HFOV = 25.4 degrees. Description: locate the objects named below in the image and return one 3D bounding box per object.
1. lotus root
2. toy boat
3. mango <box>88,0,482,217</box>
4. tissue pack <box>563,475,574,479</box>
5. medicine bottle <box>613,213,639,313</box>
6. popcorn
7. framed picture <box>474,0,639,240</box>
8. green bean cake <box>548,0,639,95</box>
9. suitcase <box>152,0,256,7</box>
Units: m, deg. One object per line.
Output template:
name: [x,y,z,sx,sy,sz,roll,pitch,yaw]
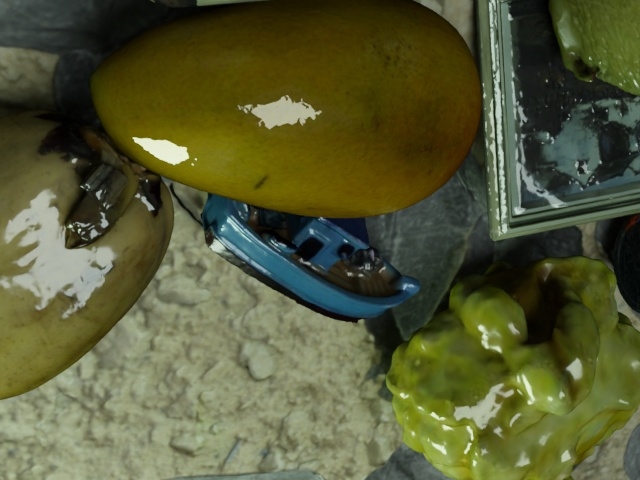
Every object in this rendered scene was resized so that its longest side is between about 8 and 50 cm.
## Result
lotus root: [-0.252,0.033,1.085,0.310,0.183,0.183,-43,127,8]
toy boat: [0.000,0.000,1.213,0.223,0.100,0.097,29,123,-33]
mango: [-0.015,-0.103,1.063,0.317,0.211,0.173,-2,86,-39]
tissue pack: [0.206,0.322,1.528,0.095,0.062,0.176,1,121,-21]
medicine bottle: [0.434,0.018,1.384,0.293,0.141,0.141,-1,121,-22]
popcorn: [0.183,0.133,1.328,0.256,0.195,0.255,-2,131,-21]
framed picture: [0.278,-0.132,1.257,0.296,0.019,0.232,-11,107,-17]
green bean cake: [0.271,-0.228,1.088,0.124,0.236,0.233,-27,119,-15]
suitcase: [-0.057,-0.332,0.927,0.339,0.194,0.352,-8,122,-11]
